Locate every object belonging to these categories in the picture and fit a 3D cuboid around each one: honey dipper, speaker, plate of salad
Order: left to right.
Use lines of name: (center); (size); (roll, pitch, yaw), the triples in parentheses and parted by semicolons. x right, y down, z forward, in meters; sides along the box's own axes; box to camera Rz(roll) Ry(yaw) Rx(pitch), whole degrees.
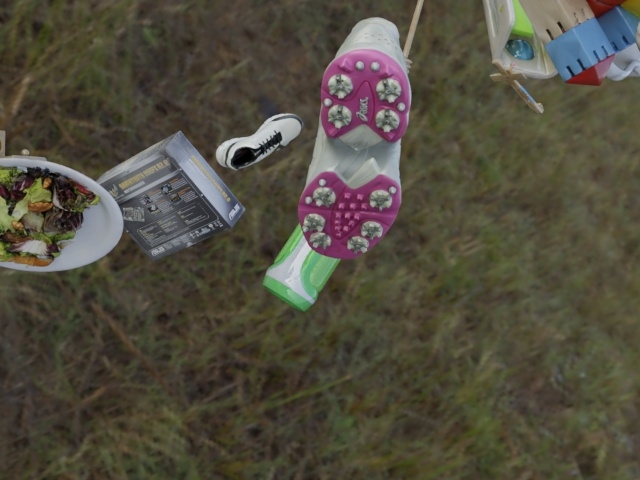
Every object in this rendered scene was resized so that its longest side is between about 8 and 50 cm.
plate of salad: (-0.312, -0.016, 1.231); (0.200, 0.200, 0.048); (37, 39, -40)
speaker: (0.000, 0.000, 2.463); (0.131, 0.296, 0.131); (32, -7, 4)
honey dipper: (0.148, -0.340, 1.897); (0.030, 0.030, 0.160); (4, 103, -58)

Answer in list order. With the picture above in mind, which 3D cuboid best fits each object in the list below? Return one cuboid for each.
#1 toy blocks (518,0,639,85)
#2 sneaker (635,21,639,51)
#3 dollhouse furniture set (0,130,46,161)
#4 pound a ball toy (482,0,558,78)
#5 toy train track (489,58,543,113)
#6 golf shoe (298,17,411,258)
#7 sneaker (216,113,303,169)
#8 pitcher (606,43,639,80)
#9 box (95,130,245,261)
toy blocks: (0.345, -0.343, 1.368); (0.381, 0.191, 0.261); (-31, 91, -39)
sneaker: (0.285, -0.071, 0.852); (0.212, 0.094, 0.080); (44, 27, -17)
dollhouse furniture set: (-0.496, -0.188, 1.693); (0.144, 0.123, 0.151); (1, 88, -46)
pound a ball toy: (0.325, -0.440, 2.107); (0.208, 0.135, 0.319); (8, 45, -10)
toy train track: (0.211, -0.166, 1.224); (0.083, 0.048, 0.014); (43, 70, -29)
golf shoe: (0.046, -0.112, 1.311); (0.115, 0.306, 0.140); (12, 43, -2)
sneaker: (-0.066, -0.110, 1.337); (0.040, 0.109, 0.044); (64, -10, -26)
pitcher: (0.432, -0.288, 1.653); (0.207, 0.125, 0.177); (15, 59, -45)
box: (-0.272, -0.073, 2.035); (0.183, 0.231, 0.056); (51, 44, -18)
